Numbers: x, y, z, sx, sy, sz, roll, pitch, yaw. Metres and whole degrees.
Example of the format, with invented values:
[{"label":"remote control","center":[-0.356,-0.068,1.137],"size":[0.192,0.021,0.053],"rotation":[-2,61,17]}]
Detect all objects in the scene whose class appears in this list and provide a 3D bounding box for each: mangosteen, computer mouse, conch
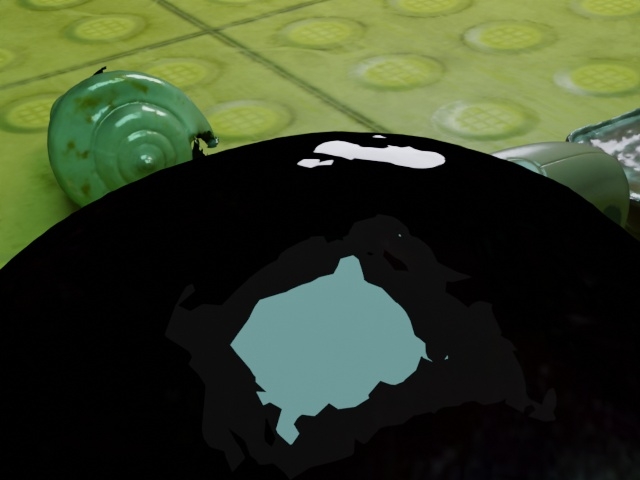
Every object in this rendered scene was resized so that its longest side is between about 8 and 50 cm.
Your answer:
[{"label":"mangosteen","center":[-0.002,0.144,0.562],"size":[0.382,0.382,0.435],"rotation":[-8,0,-7]},{"label":"computer mouse","center":[0.123,0.003,0.962],"size":[0.236,0.145,0.082],"rotation":[-22,51,-21]},{"label":"conch","center":[-0.182,-0.098,1.235],"size":[0.143,0.137,0.250],"rotation":[-34,12,1]}]

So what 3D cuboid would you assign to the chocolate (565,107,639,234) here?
[{"label":"chocolate","center":[0.347,-0.064,1.116],"size":[0.253,0.080,0.157],"rotation":[-21,40,-14]}]
